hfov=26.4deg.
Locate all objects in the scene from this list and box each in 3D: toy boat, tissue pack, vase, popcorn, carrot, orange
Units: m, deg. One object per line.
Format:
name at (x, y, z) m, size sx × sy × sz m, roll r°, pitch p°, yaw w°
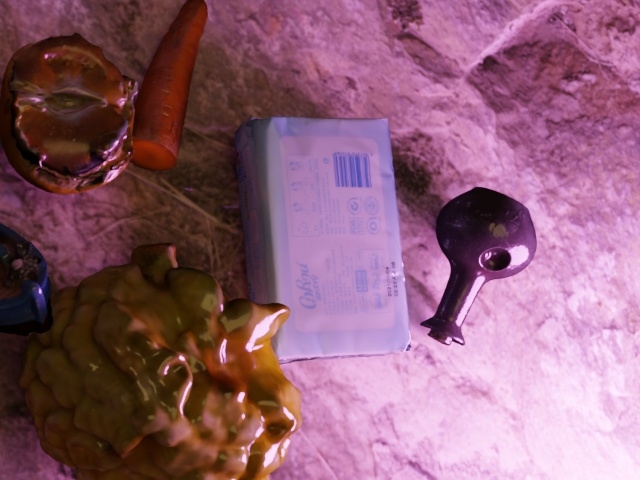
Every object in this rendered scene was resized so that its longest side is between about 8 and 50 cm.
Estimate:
toy boat at (-0.316, 0.013, 1.243) m, size 0.100 × 0.223 × 0.097 m, roll -39°, pitch 134°, yaw -28°
tissue pack at (0.000, 0.000, 1.488) m, size 0.177 × 0.089 × 0.263 m, roll -1°, pitch 82°, yaw -27°
vase at (0.173, 0.034, 1.569) m, size 0.120 × 0.120 × 0.183 m, roll 26°, pitch 85°, yaw -21°
popcorn at (-0.150, 0.135, 1.300) m, size 0.258 × 0.224 × 0.270 m, roll -16°, pitch 75°, yaw -37°
carrot at (-0.158, -0.180, 1.466) m, size 0.061 × 0.061 × 0.209 m, roll 24°, pitch 64°, yaw -22°
orange at (-0.257, -0.118, 1.362) m, size 0.160 × 0.112 × 0.170 m, roll 51°, pitch 39°, yaw 5°
